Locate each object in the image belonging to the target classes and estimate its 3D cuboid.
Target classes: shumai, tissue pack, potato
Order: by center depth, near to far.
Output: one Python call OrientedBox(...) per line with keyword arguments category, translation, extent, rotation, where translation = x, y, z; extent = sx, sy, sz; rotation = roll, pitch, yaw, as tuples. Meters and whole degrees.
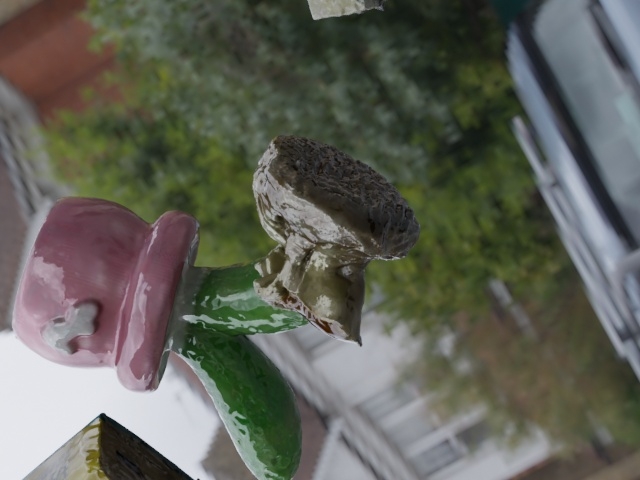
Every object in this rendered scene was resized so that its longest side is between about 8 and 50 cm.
OrientedBox(category="shumai", translation=(0.000, 0.000, 1.550), extent=(0.161, 0.153, 0.209), rotation=(24, -167, 3))
OrientedBox(category="potato", translation=(0.017, -0.287, 1.742), extent=(0.061, 0.086, 0.122), rotation=(-31, -70, -63))
OrientedBox(category="tissue pack", translation=(-0.252, 0.335, 1.790), extent=(0.192, 0.271, 0.134), rotation=(39, -160, -25))

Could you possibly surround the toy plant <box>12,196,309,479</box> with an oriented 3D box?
OrientedBox(category="toy plant", translation=(-0.164, 0.098, 1.936), extent=(0.210, 0.356, 0.317), rotation=(-86, 11, -63))
